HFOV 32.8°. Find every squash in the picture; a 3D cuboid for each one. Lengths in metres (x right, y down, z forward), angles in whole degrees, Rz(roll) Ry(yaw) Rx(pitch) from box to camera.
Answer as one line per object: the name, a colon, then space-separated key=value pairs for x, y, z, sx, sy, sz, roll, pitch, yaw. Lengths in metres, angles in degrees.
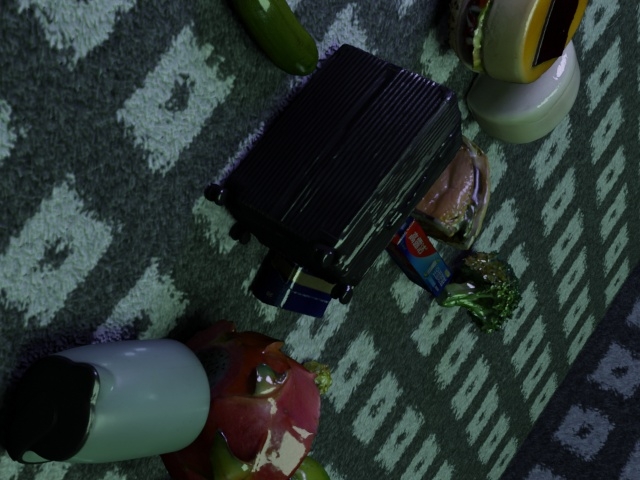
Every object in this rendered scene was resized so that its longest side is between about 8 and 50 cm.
squash: x=-0.059 y=-0.283 z=1.455 sx=0.069 sy=0.069 sz=0.258 roll=-58 pitch=152 yaw=-6

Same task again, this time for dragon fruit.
dragon fruit: x=-0.141 y=0.255 z=1.627 sx=0.189 sy=0.290 sz=0.291 roll=42 pitch=76 yaw=-31

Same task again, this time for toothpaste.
toothpaste: x=0.181 y=0.022 z=2.137 sx=0.066 sy=0.076 sz=0.320 roll=-55 pitch=152 yaw=-6

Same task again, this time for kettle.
kettle: x=-0.299 y=0.231 z=1.453 sx=0.221 sy=0.161 sz=0.236 roll=-37 pitch=161 yaw=24

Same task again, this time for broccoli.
broccoli: x=0.348 y=0.118 z=2.447 sx=0.194 sy=0.194 sz=0.219 roll=-44 pitch=-174 yaw=-29

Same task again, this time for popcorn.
popcorn: x=-0.017 y=0.264 z=2.050 sx=0.083 sy=0.068 sz=0.059 roll=-37 pitch=173 yaw=6

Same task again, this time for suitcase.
suitcase: x=0.034 y=-0.108 z=1.597 sx=0.335 sy=0.229 sz=0.152 roll=-52 pitch=152 yaw=-16

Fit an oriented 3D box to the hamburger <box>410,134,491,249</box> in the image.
hamburger: x=0.264 y=-0.093 z=2.107 sx=0.208 sy=0.155 sz=0.135 roll=-61 pitch=158 yaw=-16

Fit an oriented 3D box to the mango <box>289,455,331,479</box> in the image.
mango: x=-0.078 y=0.510 z=2.031 sx=0.225 sy=0.201 sz=0.382 roll=-47 pitch=165 yaw=-17

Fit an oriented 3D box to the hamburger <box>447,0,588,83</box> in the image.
hamburger: x=0.341 y=-0.419 z=1.888 sx=0.300 sy=0.176 sz=0.300 roll=-40 pitch=145 yaw=-36

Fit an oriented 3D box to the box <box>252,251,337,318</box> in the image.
box: x=0.000 y=0.000 z=1.814 sx=0.259 sy=0.071 sz=0.168 roll=-62 pitch=153 yaw=2

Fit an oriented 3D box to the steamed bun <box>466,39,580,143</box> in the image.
steamed bun: x=0.411 y=-0.310 z=2.124 sx=0.242 sy=0.164 sz=0.146 roll=-57 pitch=151 yaw=-6
